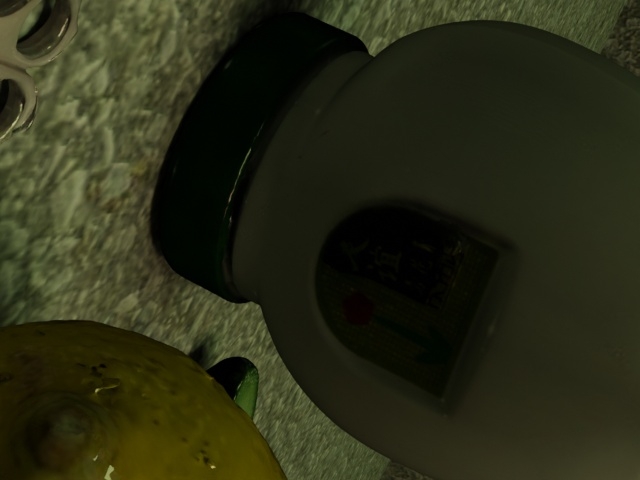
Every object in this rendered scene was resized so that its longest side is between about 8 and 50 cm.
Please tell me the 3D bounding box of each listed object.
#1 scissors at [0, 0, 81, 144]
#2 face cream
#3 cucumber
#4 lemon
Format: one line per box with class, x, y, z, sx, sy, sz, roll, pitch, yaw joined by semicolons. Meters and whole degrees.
scissors;-0.158;-0.085;0.519;0.100;0.015;0.189;-60;165;5
face cream;0.094;0.007;0.847;0.219;0.357;0.312;-29;142;-59
cucumber;-0.109;0.194;1.123;0.115;0.063;0.244;-53;165;-56
lemon;-0.129;0.174;0.621;0.258;0.258;0.310;-48;158;-42
